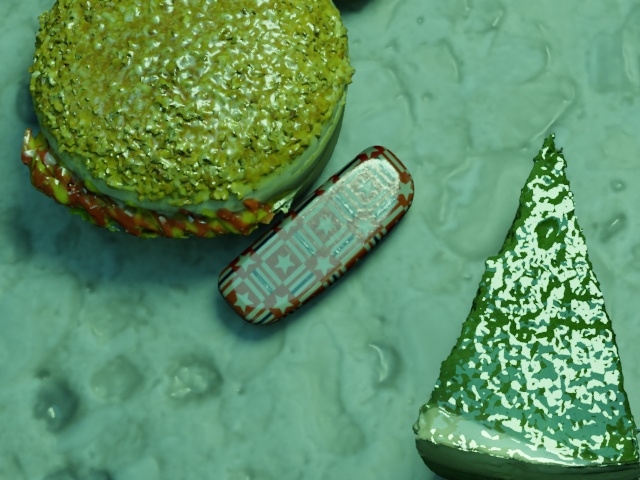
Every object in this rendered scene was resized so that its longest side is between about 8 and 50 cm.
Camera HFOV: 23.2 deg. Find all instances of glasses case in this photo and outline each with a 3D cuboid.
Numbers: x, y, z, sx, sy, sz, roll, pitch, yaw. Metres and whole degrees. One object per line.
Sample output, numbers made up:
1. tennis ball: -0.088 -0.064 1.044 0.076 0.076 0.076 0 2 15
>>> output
1. glasses case: 0.000 0.000 1.355 0.194 0.049 0.073 -40 85 -7

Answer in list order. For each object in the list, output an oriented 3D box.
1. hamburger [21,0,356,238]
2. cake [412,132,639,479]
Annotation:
1. hamburger: -0.110 -0.136 1.339 0.276 0.179 0.294 16 76 10
2. cake: 0.149 0.069 1.267 0.172 0.158 0.284 -10 71 4
